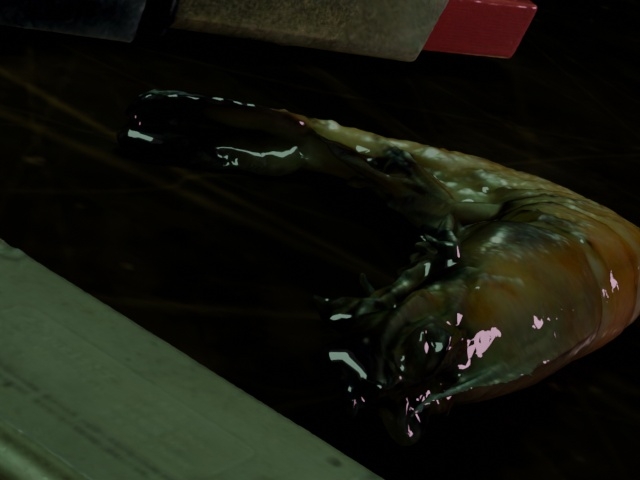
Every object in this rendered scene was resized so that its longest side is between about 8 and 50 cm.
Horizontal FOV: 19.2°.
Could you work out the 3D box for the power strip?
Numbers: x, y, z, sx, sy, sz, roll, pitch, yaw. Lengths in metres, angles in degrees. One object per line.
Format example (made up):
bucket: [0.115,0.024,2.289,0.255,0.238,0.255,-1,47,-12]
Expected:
power strip: [-0.092,0.033,0.460,0.272,0.052,0.078,30,26,24]

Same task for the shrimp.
shrimp: [0.000,0.000,0.616,0.198,0.051,0.262,18,19,19]

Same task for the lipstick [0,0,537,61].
lipstick: [-0.033,-0.108,0.821,0.312,0.051,0.051,5,24,-31]
